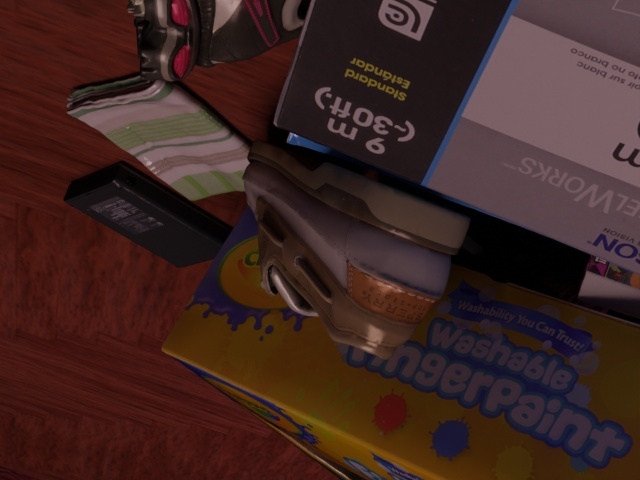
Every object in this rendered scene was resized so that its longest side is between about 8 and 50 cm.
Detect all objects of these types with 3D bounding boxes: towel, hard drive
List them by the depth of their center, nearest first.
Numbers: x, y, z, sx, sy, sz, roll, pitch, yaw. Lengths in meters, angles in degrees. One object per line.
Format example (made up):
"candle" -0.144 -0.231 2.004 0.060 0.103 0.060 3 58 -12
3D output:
"towel" -0.114 -0.076 1.039 0.113 0.023 0.152 -5 148 41
"hard drive" -0.151 -0.019 1.184 0.135 0.022 0.094 33 151 -30

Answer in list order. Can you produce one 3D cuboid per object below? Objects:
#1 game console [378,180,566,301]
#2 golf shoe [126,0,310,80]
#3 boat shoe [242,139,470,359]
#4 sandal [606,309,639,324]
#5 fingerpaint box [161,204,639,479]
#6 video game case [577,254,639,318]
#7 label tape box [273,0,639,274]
"game console" 0.192 0.061 1.041 0.361 0.044 0.213 36 166 -25
"golf shoe" -0.049 -0.194 0.695 0.120 0.105 0.273 -8 154 -9
"boat shoe" 0.000 0.000 0.906 0.113 0.103 0.302 20 -177 -16
"sandal" 0.287 0.038 0.996 0.097 0.054 0.254 29 164 -7
"fingerpaint box" 0.150 0.168 1.070 0.445 0.163 0.371 19 162 40
"video game case" 0.284 -0.014 0.806 0.210 0.042 0.232 18 141 9
"label tape box" 0.116 -0.083 0.680 0.249 0.115 0.347 22 143 0
